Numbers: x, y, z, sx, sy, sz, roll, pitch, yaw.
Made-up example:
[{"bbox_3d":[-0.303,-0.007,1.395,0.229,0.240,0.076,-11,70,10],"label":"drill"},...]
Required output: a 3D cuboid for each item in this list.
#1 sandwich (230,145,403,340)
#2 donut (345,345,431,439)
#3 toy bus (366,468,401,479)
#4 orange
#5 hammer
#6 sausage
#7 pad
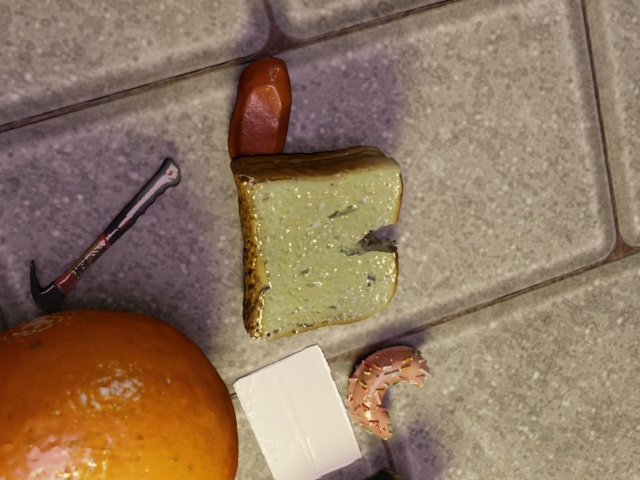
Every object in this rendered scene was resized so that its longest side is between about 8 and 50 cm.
[{"bbox_3d":[0.001,0.001,1.129,0.249,0.095,0.273,-10,120,-17],"label":"sandwich"},{"bbox_3d":[0.100,0.244,1.260,0.117,0.065,0.166,21,95,-19],"label":"donut"},{"bbox_3d":[0.047,0.515,1.259,0.275,0.167,0.138,-28,109,-12],"label":"toy bus"},{"bbox_3d":[-0.321,0.288,1.021,0.424,0.326,0.424,-13,117,-28],"label":"orange"},{"bbox_3d":[-0.306,-0.005,1.111,0.287,0.033,0.111,-46,110,-1],"label":"hammer"},{"bbox_3d":[-0.087,-0.174,1.101,0.089,0.089,0.179,3,112,-15],"label":"sausage"},{"bbox_3d":[-0.033,0.299,1.269,0.156,0.004,0.232,-24,108,-9],"label":"pad"}]
